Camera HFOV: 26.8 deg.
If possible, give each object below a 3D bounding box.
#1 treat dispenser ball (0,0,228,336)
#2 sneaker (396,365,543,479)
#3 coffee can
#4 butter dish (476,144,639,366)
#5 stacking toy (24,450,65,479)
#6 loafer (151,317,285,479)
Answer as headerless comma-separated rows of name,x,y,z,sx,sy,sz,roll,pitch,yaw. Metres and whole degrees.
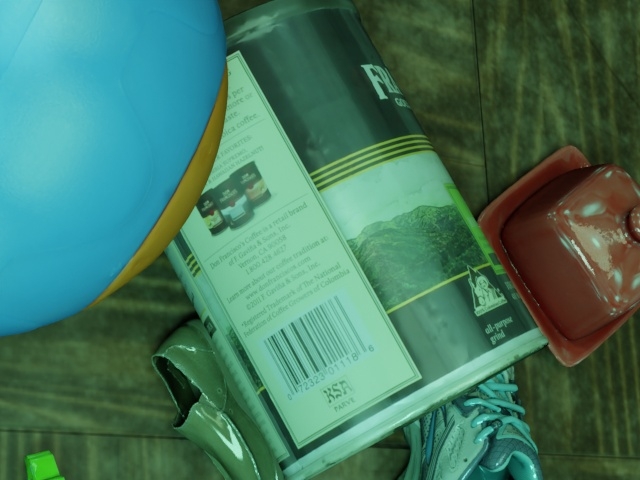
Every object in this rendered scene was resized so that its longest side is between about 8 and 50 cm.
treat dispenser ball,-0.193,-0.090,0.733,0.288,0.288,0.288,11,69,-30
sneaker,0.124,0.150,1.022,0.110,0.122,0.283,21,65,-27
coffee can,0.000,0.000,0.919,0.201,0.201,0.275,-23,79,-36
butter dish,0.242,0.000,1.148,0.160,0.118,0.160,-36,96,-36
stacking toy,-0.217,0.255,0.819,0.167,0.052,0.221,-9,78,-36
loafer,-0.075,0.129,0.947,0.050,0.056,0.148,-21,77,-35
